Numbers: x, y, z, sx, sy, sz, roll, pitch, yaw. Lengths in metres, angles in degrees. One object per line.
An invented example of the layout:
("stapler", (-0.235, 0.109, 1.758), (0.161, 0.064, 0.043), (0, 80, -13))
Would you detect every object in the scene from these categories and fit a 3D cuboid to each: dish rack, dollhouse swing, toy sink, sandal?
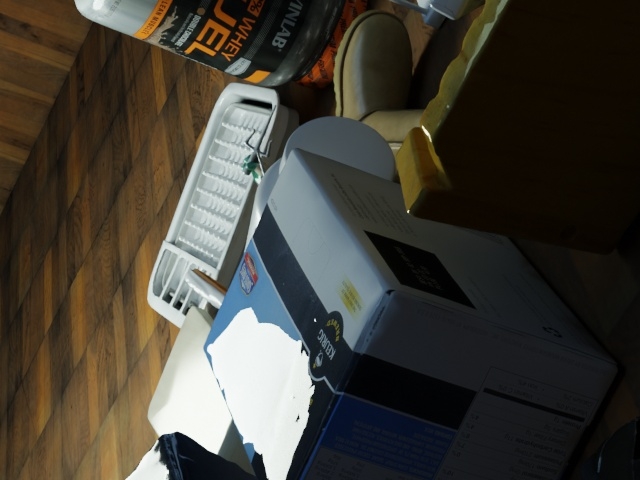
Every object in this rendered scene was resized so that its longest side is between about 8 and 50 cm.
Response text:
("dish rack", (-0.121, -0.042, 2.451), (0.333, 0.072, 0.285), (-70, 20, 1))
("dollhouse swing", (0.197, -0.223, 1.541), (0.347, 0.315, 0.305), (-61, 39, 25))
("toy sink", (-0.085, 0.194, 2.070), (0.153, 0.131, 0.234), (-67, 26, 9))
("sandal", (-0.061, 0.070, 2.070), (0.265, 0.102, 0.076), (34, 92, 44))

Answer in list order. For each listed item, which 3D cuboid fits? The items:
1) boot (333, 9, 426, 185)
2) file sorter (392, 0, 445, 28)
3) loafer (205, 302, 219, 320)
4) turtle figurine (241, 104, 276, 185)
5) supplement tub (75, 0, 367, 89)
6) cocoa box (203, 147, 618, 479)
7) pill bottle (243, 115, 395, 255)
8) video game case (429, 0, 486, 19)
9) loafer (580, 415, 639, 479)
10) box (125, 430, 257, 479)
("boot", (0.094, -0.133, 1.983), (0.269, 0.089, 0.236), (-162, 79, -70))
("file sorter", (0.088, -0.416, 2.115), (0.193, 0.173, 0.277), (-59, 24, 29))
("loafer", (-0.157, 0.189, 2.317), (0.267, 0.084, 0.096), (-63, 22, 20))
("turtle figurine", (-0.036, -0.034, 2.170), (0.175, 0.118, 0.234), (-126, 45, -74))
("supplement tub", (-0.124, -0.324, 2.329), (0.207, 0.338, 0.207), (-51, 29, 42))
("cocoa box", (0.064, 0.105, 1.627), (0.228, 0.231, 0.347), (-65, 21, 15))
("pill bottle", (0.000, 0.000, 1.891), (0.272, 0.152, 0.152), (106, 170, -53))
("video game case", (0.217, -0.377, 1.757), (0.329, 0.036, 0.300), (-64, -8, 18))
("loafer", (0.248, 0.186, 1.307), (0.078, 0.080, 0.220), (-66, 21, 14))
("box", (-0.126, 0.505, 1.541), (0.480, 0.297, 0.472), (-52, 25, 10))
